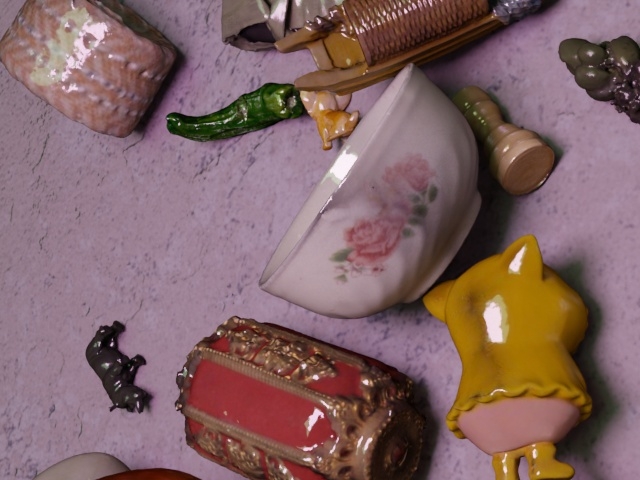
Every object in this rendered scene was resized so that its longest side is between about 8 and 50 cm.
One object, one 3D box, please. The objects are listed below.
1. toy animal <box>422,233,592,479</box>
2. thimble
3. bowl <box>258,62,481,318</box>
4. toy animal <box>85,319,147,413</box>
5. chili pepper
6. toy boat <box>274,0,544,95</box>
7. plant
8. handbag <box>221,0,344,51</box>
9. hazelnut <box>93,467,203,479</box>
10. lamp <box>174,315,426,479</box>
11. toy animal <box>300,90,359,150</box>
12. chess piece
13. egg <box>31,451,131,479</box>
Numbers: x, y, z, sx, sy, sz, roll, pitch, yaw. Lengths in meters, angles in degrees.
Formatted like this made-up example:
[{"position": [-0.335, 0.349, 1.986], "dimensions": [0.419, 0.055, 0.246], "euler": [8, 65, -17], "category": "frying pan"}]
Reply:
[{"position": [0.181, 0.121, 1.212], "dimensions": [0.156, 0.156, 0.229], "euler": [-24, 62, 30], "category": "toy animal"}, {"position": [-0.295, -0.243, 1.635], "dimensions": [0.148, 0.196, 0.229], "euler": [-54, 24, 10], "category": "thimble"}, {"position": [0.067, -0.029, 1.295], "dimensions": [0.145, 0.277, 0.277], "euler": [34, 104, -7], "category": "bowl"}, {"position": [-0.250, 0.166, 1.590], "dimensions": [0.065, 0.047, 0.135], "euler": [-53, 55, 21], "category": "toy animal"}, {"position": [-0.095, -0.153, 1.533], "dimensions": [0.182, 0.073, 0.050], "euler": [-13, 94, 28], "category": "chili pepper"}, {"position": [0.106, -0.236, 1.321], "dimensions": [0.310, 0.115, 0.089], "euler": [-22, 74, 5], "category": "toy boat"}, {"position": [0.303, -0.152, 1.237], "dimensions": [0.087, 0.085, 0.174], "euler": [-43, 48, -8], "category": "plant"}, {"position": [0.009, -0.350, 1.482], "dimensions": [0.316, 0.109, 0.253], "euler": [-1, 82, 31], "category": "handbag"}, {"position": [-0.183, 0.375, 1.240], "dimensions": [0.372, 0.372, 0.315], "euler": [-35, 55, 26], "category": "hazelnut"}, {"position": [-0.026, 0.182, 1.344], "dimensions": [0.274, 0.177, 0.177], "euler": [17, 89, 36], "category": "lamp"}, {"position": [0.015, -0.148, 1.461], "dimensions": [0.081, 0.060, 0.083], "euler": [116, 142, -60], "category": "toy animal"}, {"position": [0.181, -0.106, 1.324], "dimensions": [0.066, 0.066, 0.122], "euler": [-51, 48, 15], "category": "chess piece"}, {"position": [-0.286, 0.365, 1.476], "dimensions": [0.186, 0.186, 0.253], "euler": [18, 92, 38], "category": "egg"}]
